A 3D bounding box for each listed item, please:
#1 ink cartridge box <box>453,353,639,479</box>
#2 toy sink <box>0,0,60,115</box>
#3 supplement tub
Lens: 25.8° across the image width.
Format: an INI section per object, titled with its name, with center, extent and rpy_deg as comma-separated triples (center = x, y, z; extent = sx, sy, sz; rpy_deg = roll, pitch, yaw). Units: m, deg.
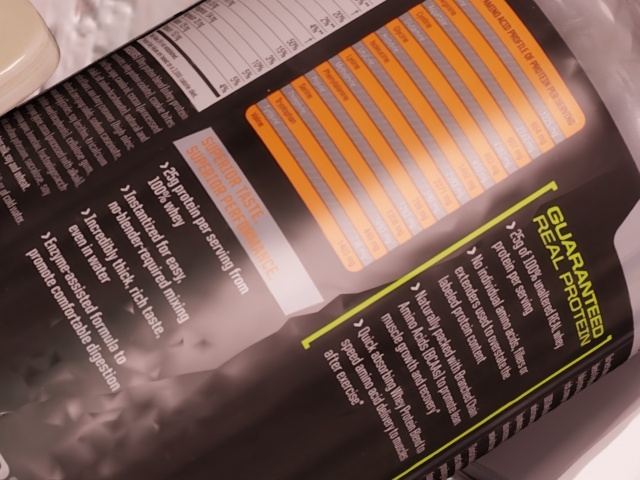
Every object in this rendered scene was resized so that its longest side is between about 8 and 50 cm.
[ink cartridge box]
center = 0.241, 0.136, 0.561
extent = 0.223, 0.129, 0.307
rpy_deg = -42, 93, -7
[toy sink]
center = -0.216, -0.122, 0.453
extent = 0.153, 0.131, 0.234
rpy_deg = -34, 55, -8
[supplement tub]
center = 0.000, 0.000, 0.502
extent = 0.316, 0.193, 0.193
rpy_deg = -31, 92, -8
